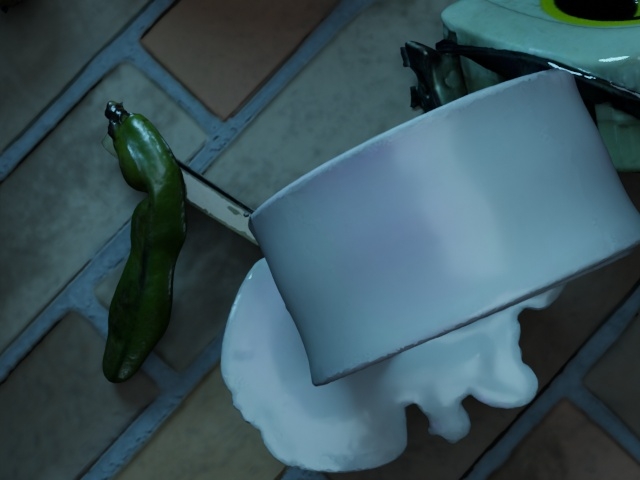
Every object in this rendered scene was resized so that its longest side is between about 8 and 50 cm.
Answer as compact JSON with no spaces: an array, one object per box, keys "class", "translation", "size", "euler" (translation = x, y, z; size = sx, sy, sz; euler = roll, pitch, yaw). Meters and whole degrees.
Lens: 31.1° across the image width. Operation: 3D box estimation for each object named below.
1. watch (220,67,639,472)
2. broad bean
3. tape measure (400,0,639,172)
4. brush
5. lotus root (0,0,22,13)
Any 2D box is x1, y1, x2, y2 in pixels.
[{"class":"watch","translation":[0.057,0.025,0.647],"size":[0.244,0.231,0.196],"euler":[-24,86,-9]},{"class":"broad bean","translation":[-0.116,0.007,0.761],"size":[0.061,0.046,0.195],"euler":[14,111,36]},{"class":"tape measure","translation":[0.197,-0.111,0.758],"size":[0.235,0.207,0.115],"euler":[-22,123,-7]},{"class":"brush","translation":[0.000,0.000,0.792],"size":[0.327,0.070,0.065],"euler":[32,91,1]},{"class":"lotus root","translation":[-0.256,-0.275,0.685],"size":[0.078,0.329,0.167],"euler":[-22,50,15]}]
